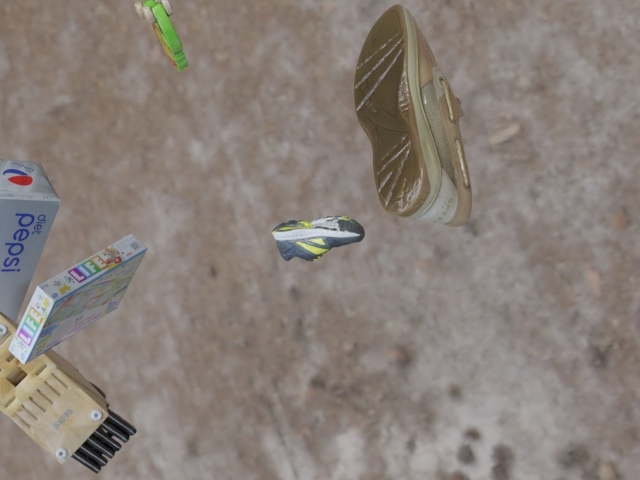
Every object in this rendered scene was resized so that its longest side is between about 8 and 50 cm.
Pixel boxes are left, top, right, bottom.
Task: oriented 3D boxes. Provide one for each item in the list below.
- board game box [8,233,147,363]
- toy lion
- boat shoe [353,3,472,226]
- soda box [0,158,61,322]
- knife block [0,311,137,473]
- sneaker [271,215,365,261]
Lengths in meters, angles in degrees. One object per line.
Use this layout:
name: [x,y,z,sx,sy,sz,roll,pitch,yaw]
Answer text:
board game box: [-0.259,0.062,1.542,0.026,0.154,0.103,41,127,12]
toy lion: [-0.185,-0.248,1.728,0.096,0.034,0.100,63,172,-19]
boat shoe: [0.126,-0.161,1.890,0.121,0.110,0.341,-41,43,42]
soda box: [-0.440,0.031,1.891,0.091,0.098,0.286,55,130,39]
knife block: [-0.360,0.194,1.876,0.276,0.088,0.242,44,174,-12]
sneaker: [0.000,0.000,1.261,0.083,0.031,0.035,-1,117,18]
